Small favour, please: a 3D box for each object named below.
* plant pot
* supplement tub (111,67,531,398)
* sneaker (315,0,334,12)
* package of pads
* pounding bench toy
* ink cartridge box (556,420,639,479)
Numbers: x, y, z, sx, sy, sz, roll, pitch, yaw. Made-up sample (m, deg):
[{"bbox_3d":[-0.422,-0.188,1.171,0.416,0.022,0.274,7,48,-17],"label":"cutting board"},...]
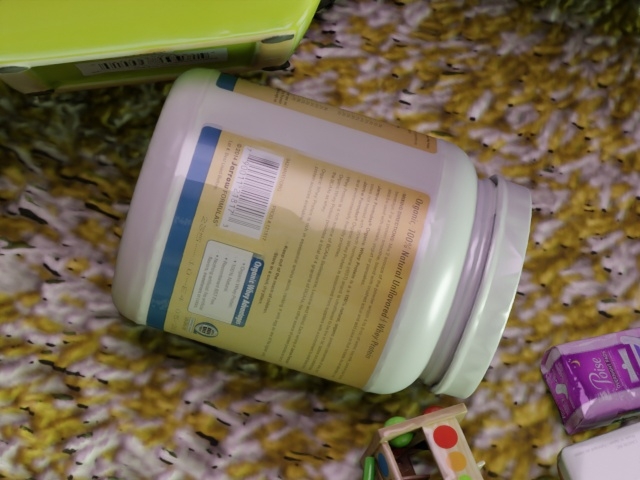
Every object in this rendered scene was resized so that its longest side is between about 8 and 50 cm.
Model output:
[{"bbox_3d":[-0.105,-0.193,0.787,0.228,0.227,0.207,-7,90,-5],"label":"plant pot"},{"bbox_3d":[0.000,0.000,0.789,0.200,0.144,0.144,17,60,-3],"label":"supplement tub"},{"bbox_3d":[0.063,-0.214,0.958,0.106,0.078,0.234,35,58,10],"label":"sneaker"},{"bbox_3d":[0.176,0.079,0.851,0.083,0.032,0.050,-10,62,-17],"label":"package of pads"},{"bbox_3d":[0.044,0.130,0.782,0.083,0.052,0.065,-15,66,-19],"label":"pounding bench toy"},{"bbox_3d":[0.227,0.175,0.785,0.145,0.045,0.179,-18,70,-2],"label":"ink cartridge box"}]
